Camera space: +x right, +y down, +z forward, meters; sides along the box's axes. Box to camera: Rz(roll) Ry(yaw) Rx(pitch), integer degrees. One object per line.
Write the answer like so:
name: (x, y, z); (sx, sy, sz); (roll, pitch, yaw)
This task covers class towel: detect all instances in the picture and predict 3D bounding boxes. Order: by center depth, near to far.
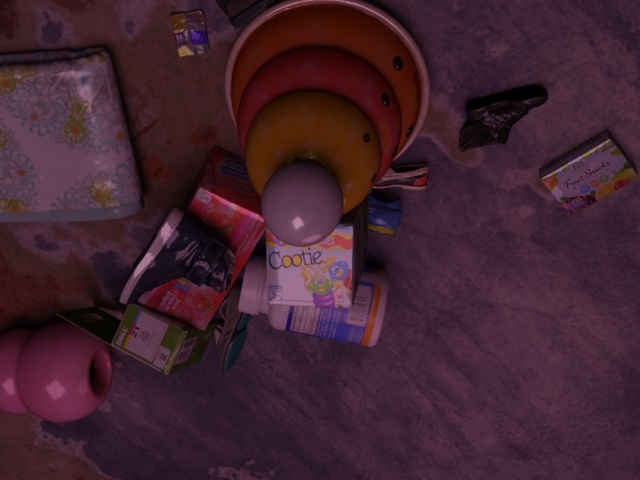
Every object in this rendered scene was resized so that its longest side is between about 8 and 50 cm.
towel: (-0.222, -0.351, 1.765); (0.060, 0.009, 0.083); (-2, 125, 7)
towel: (-0.527, -0.180, 1.874); (0.375, 0.090, 0.320); (-3, 126, 8)

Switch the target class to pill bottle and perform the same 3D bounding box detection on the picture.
pill bottle: (-0.014, 0.107, 1.985); (0.272, 0.152, 0.152); (11, 126, -1)

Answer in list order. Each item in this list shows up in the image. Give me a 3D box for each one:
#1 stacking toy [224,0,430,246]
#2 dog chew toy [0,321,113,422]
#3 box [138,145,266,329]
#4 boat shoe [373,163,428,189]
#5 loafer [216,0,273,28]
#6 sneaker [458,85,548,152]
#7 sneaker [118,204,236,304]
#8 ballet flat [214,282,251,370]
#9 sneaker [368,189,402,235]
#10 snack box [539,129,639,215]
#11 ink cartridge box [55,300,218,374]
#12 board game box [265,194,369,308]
stacking toy: (-0.007, -0.138, 1.605); (0.351, 0.480, 0.350); (3, 126, 4)
dog chew toy: (-0.603, 0.270, 2.147); (0.332, 0.206, 0.206); (0, 126, 17)
box: (-0.208, -0.002, 1.929); (0.142, 0.154, 0.300); (25, 123, -12)
boat shoe: (0.127, -0.120, 1.870); (0.137, 0.049, 0.043); (4, 123, 1)
loafer: (-0.064, -0.439, 1.637); (0.267, 0.096, 0.084); (-32, 110, 28)
sneaker: (0.314, -0.207, 1.788); (0.170, 0.051, 0.089); (-10, 124, 19)
sneaker: (-0.248, 0.064, 1.832); (0.163, 0.086, 0.226); (32, 121, -13)
ballet flat: (-0.182, 0.172, 2.113); (0.068, 0.072, 0.213); (33, 126, 16)
sneaker: (0.049, -0.071, 1.913); (0.209, 0.069, 0.082); (14, 96, 5)
snack box: (0.475, -0.119, 1.839); (0.141, 0.037, 0.100); (-32, 115, 25)
ink cartridge box: (-0.356, 0.154, 2.030); (0.255, 0.189, 0.097); (26, 97, 11)
board game box: (0.000, 0.000, 1.754); (0.144, 0.275, 0.142); (3, 107, 7)
